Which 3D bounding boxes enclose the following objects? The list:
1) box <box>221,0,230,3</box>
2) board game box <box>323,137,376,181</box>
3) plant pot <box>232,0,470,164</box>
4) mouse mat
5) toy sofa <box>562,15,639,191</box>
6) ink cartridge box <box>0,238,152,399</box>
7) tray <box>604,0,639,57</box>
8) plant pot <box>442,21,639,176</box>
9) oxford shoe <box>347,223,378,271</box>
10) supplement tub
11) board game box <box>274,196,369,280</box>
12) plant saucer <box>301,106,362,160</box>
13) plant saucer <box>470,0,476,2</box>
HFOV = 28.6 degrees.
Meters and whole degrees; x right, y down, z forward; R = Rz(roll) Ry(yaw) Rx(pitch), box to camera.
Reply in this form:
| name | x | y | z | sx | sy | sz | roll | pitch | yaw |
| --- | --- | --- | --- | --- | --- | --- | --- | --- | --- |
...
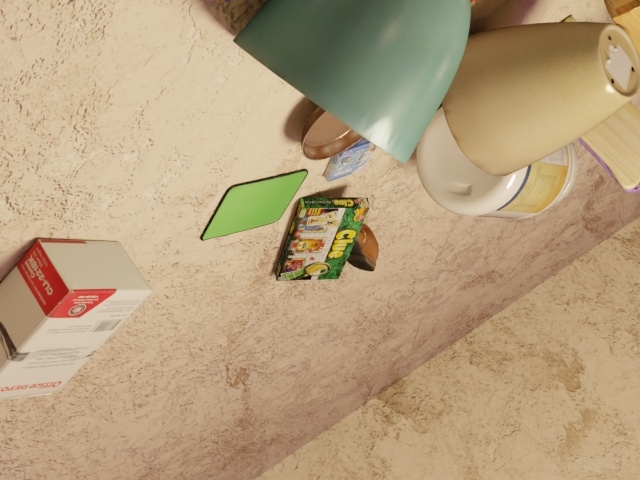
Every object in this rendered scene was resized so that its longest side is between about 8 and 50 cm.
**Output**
| name | x | y | z | sx | sy | sz | roll | pitch | yaw |
| --- | --- | --- | --- | --- | --- | --- | --- | --- | --- |
| box | -0.107 | -0.368 | 1.613 | 0.136 | 0.028 | 0.081 | -44 | 157 | 23 |
| board game box | 0.057 | -0.152 | 2.302 | 0.090 | 0.020 | 0.090 | -21 | 155 | -33 |
| plant pot | 0.065 | -0.284 | 1.718 | 0.235 | 0.293 | 0.293 | -55 | 155 | 7 |
| mouse mat | -0.117 | -0.063 | 2.245 | 0.189 | 0.007 | 0.153 | -14 | 150 | -40 |
| toy sofa | 0.521 | -0.229 | 2.370 | 0.177 | 0.362 | 0.150 | -39 | 160 | -9 |
| ink cartridge box | -0.437 | 0.128 | 2.019 | 0.273 | 0.114 | 0.197 | -46 | 157 | 22 |
| tray | 0.551 | -0.429 | 2.208 | 0.076 | 0.203 | 0.411 | -23 | 163 | 19 |
| plant pot | 0.387 | -0.261 | 2.107 | 0.274 | 0.257 | 0.256 | -14 | 178 | 43 |
| oxford shoe | 0.066 | -0.010 | 2.563 | 0.076 | 0.076 | 0.212 | -70 | 155 | -16 |
| supplement tub | 0.353 | -0.156 | 2.448 | 0.228 | 0.228 | 0.316 | -46 | 156 | 24 |
| board game box | 0.000 | 0.000 | 2.451 | 0.136 | 0.030 | 0.260 | -4 | 148 | -16 |
| plant saucer | 0.033 | -0.201 | 2.095 | 0.168 | 0.029 | 0.168 | -30 | 158 | -13 |
| plant saucer | 0.264 | -0.425 | 2.059 | 0.083 | 0.013 | 0.083 | -31 | 158 | -14 |
